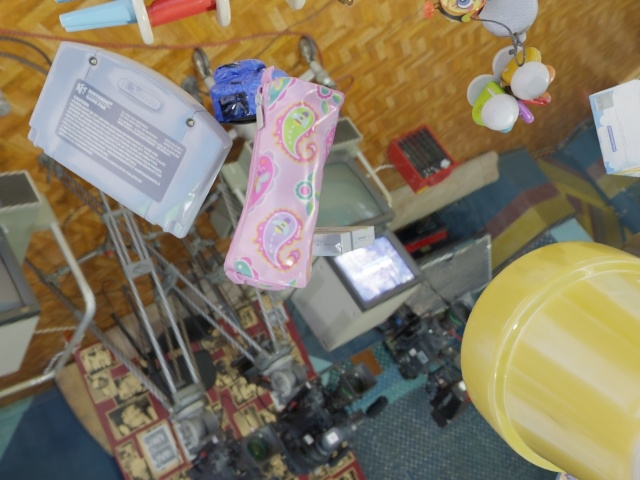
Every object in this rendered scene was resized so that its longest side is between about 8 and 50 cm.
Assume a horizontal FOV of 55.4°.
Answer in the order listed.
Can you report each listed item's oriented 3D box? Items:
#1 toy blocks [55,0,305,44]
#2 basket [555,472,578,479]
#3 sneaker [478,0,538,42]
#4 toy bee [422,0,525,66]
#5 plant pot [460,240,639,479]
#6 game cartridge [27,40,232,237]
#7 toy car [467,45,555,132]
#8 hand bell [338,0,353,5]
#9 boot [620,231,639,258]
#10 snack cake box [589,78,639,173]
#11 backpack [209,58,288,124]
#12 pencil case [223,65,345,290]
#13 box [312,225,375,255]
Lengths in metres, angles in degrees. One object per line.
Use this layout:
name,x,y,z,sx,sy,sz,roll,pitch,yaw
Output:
toy blocks,-0.086,-0.176,0.349,0.148,0.054,0.123,-17,143,-11
basket,0.516,0.515,1.100,0.289,0.200,0.255,79,26,-48
sneaker,0.350,-0.582,1.289,0.137,0.366,0.210,-25,173,22
toy bee,0.256,-0.459,1.069,0.162,0.299,0.195,-8,159,6
plant pot,0.305,0.149,0.608,0.254,0.254,0.239,-34,-162,-1
game cartridge,-0.287,-0.162,0.921,0.198,0.297,0.062,-58,175,13
toy car,0.402,-0.300,1.257,0.136,0.159,0.182,30,117,-26
hand bell,0.033,-0.543,1.277,0.126,0.126,0.242,-39,170,16
boot,0.429,0.053,0.838,0.106,0.037,0.114,-48,138,-8
snack cake box,0.619,-0.209,1.178,0.089,0.152,0.264,-16,172,41
backpack,-0.105,-0.236,0.965,0.120,0.101,0.098,-6,-162,12
pencil case,-0.051,-0.076,0.807,0.124,0.124,0.284,19,80,-69
box,0.000,0.000,1.056,0.145,0.038,0.186,-1,-176,22
